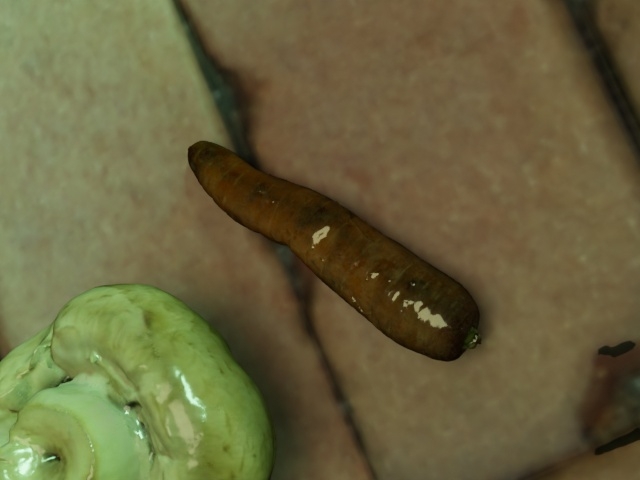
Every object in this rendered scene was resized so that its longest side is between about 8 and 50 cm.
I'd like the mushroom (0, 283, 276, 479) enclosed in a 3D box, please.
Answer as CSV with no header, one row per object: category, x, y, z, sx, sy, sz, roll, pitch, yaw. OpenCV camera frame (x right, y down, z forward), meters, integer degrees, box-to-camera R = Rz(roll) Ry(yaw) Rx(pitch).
mushroom,-0.084,0.092,0.545,0.148,0.112,0.148,-5,77,21

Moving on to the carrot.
carrot,0.001,-0.001,0.555,0.165,0.035,0.036,36,102,24
